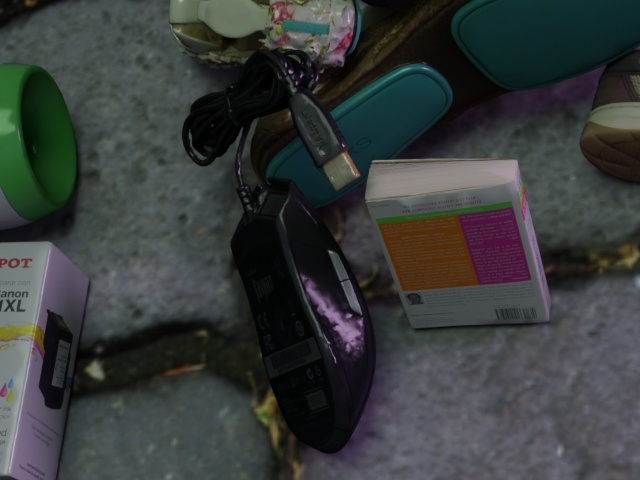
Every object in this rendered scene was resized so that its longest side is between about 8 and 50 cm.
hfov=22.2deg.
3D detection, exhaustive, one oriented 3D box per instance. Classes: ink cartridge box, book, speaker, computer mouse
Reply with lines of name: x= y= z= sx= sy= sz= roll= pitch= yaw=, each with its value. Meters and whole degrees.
ink cartridge box: x=-0.248 y=0.092 z=1.168 sx=0.127 sy=0.072 sz=0.175 roll=-2 pitch=66 yaw=17
book: x=0.092 y=0.006 z=1.061 sx=0.096 sy=0.144 sz=0.035 roll=-3 pitch=50 yaw=15
speaker: x=-0.342 y=-0.054 z=1.236 sx=0.296 sy=0.131 sz=0.131 roll=-9 pitch=64 yaw=13
computer mouse: x=0.000 y=0.000 z=1.070 sx=0.060 sy=0.184 sz=0.262 roll=-15 pitch=78 yaw=-29

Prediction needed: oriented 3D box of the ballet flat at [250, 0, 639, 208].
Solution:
ballet flat: x=0.094 y=-0.145 z=1.138 sx=0.342 sy=0.116 sz=0.124 roll=-30 pitch=44 yaw=22

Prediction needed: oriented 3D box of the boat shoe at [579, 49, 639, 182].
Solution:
boat shoe: x=0.313 y=-0.088 z=1.063 sx=0.285 sy=0.103 sz=0.092 roll=1 pitch=70 yaw=25

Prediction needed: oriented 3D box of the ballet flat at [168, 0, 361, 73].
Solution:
ballet flat: x=-0.061 y=-0.164 z=1.162 sx=0.241 sy=0.077 sz=0.091 roll=11 pitch=99 yaw=57

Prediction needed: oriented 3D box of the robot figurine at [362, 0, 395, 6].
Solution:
robot figurine: x=0.072 y=-0.284 z=1.093 sx=0.173 sy=0.209 sz=0.278 roll=-19 pitch=26 yaw=-2
